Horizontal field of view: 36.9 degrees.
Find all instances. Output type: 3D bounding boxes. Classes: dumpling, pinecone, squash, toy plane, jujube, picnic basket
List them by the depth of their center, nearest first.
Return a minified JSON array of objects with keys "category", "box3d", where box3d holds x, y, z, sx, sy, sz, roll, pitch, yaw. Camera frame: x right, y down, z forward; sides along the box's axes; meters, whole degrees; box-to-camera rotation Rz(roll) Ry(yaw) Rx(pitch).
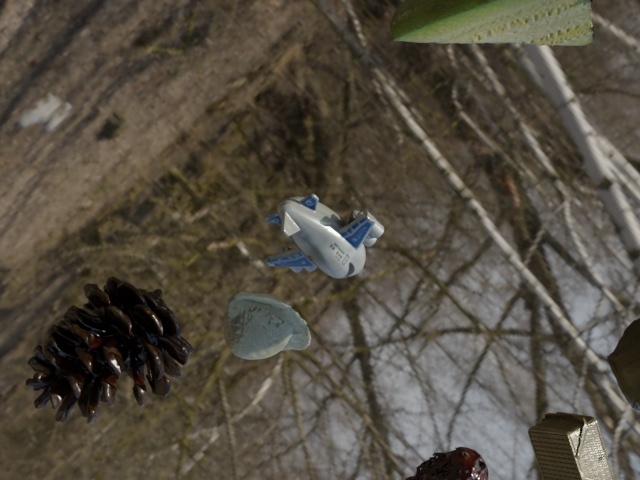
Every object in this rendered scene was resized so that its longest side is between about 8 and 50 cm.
[{"category":"squash","box3d":[0.250,-0.337,1.420,0.289,0.111,0.203,-19,156,9]},{"category":"jujube","box3d":[0.196,0.400,1.540,0.166,0.104,0.104,-40,-176,26]},{"category":"pinecone","box3d":[-0.361,0.194,1.662,0.309,0.244,0.244,-43,-178,-32]},{"category":"picnic basket","box3d":[0.472,0.409,1.803,0.080,0.164,0.115,-22,-174,-29]},{"category":"dumpling","box3d":[-0.102,0.166,1.860,0.167,0.215,0.126,-1,-149,10]},{"category":"toy plane","box3d":[0.000,-0.004,1.997,0.267,0.267,0.122,-41,-143,42]}]

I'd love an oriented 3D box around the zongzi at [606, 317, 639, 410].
[{"category":"zongzi","box3d":[0.535,0.117,1.239,0.274,0.145,0.300,-40,154,28]}]
